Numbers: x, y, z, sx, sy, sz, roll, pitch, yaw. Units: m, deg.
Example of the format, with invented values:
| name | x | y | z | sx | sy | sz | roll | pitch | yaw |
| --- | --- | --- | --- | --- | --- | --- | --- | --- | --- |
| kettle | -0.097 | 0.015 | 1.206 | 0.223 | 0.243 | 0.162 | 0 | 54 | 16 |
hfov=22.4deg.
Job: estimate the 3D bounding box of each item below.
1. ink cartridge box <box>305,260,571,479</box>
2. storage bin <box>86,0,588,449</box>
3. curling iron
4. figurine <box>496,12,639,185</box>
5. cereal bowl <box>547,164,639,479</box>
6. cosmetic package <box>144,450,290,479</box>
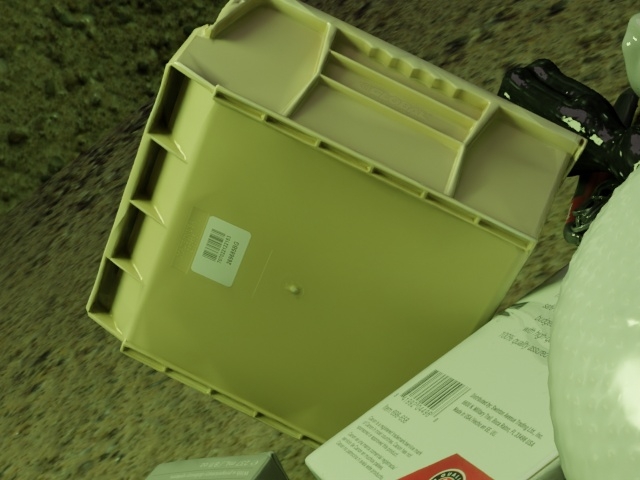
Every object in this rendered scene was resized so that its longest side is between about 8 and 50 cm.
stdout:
| name | x | y | z | sx | sy | sz | roll | pitch | yaw |
| --- | --- | --- | --- | --- | --- | --- | --- | --- | --- |
| ink cartridge box | 0.154 | 0.113 | 0.940 | 0.273 | 0.114 | 0.197 | -36 | 17 | -10 |
| storage bin | 0.000 | 0.000 | 1.105 | 0.123 | 0.260 | 0.262 | -61 | -3 | -48 |
| curling iron | 0.252 | -0.065 | 1.379 | 0.068 | 0.035 | 0.274 | -12 | 23 | 21 |
| figurine | 0.285 | -0.102 | 1.294 | 0.215 | 0.092 | 0.209 | -25 | 30 | -17 |
| cereal bowl | 0.259 | 0.033 | 0.733 | 0.339 | 0.141 | 0.339 | -15 | 43 | 14 |
| cosmetic package | -0.110 | 0.252 | 1.045 | 0.127 | 0.107 | 0.238 | -12 | 24 | 41 |
